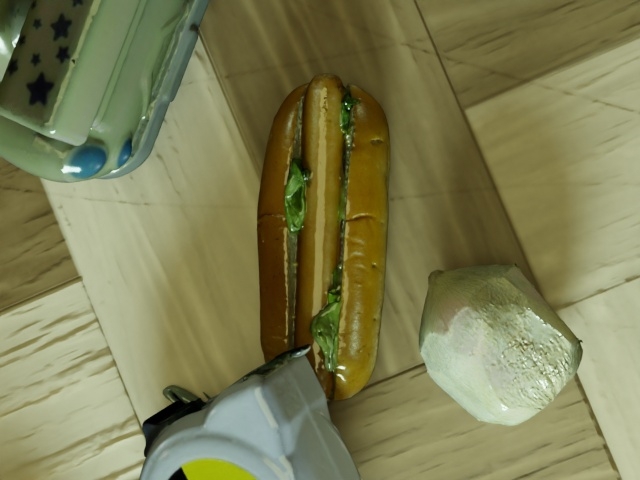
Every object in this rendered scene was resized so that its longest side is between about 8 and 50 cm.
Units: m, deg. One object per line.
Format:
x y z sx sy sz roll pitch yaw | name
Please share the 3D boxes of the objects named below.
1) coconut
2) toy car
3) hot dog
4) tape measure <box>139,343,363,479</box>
0.126 0.067 0.987 0.110 0.110 0.124 -43 90 7 | coconut
-0.269 -0.191 0.990 0.336 0.226 0.242 22 94 7 | toy car
0.000 0.000 1.026 0.100 0.068 0.249 2 91 8 | hot dog
-0.048 0.189 1.009 0.178 0.105 0.196 -18 96 31 | tape measure
